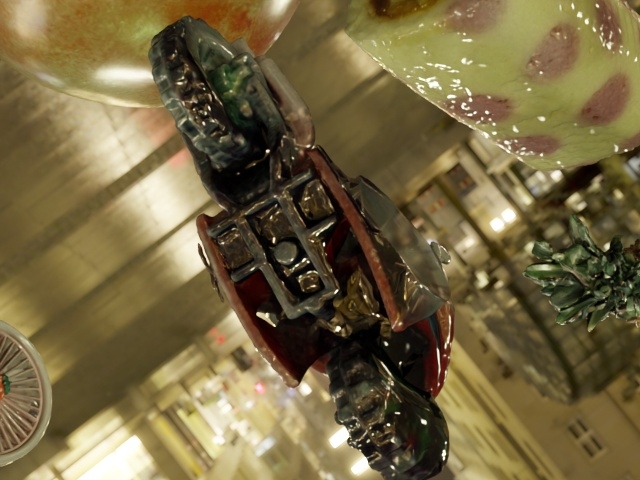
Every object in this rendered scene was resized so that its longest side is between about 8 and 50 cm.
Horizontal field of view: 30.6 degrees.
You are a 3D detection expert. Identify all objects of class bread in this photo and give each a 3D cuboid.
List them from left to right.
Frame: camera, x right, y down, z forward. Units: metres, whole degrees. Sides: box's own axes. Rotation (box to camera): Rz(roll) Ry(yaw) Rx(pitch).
[{"bbox_3d":[0.193,-0.183,1.127,0.187,0.155,0.338,-11,155,37],"label":"bread"}]

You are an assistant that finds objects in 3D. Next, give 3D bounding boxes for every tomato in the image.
[{"bbox_3d":[-0.127,-0.208,0.827,0.270,0.222,0.270,-17,151,-10],"label":"tomato"}]

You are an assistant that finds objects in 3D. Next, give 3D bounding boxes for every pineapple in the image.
[{"bbox_3d":[0.263,0.034,0.981,0.221,0.103,0.083,7,112,-47],"label":"pineapple"}]

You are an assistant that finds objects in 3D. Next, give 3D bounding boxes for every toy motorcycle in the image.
[{"bbox_3d":[0.001,0.000,0.504,0.082,0.213,0.122,-30,176,11],"label":"toy motorcycle"}]

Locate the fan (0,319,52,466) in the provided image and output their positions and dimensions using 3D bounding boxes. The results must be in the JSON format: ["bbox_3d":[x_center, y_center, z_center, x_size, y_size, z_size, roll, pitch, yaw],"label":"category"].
[{"bbox_3d":[-0.317,0.152,0.935,0.074,0.130,0.244,-25,-171,36],"label":"fan"}]
